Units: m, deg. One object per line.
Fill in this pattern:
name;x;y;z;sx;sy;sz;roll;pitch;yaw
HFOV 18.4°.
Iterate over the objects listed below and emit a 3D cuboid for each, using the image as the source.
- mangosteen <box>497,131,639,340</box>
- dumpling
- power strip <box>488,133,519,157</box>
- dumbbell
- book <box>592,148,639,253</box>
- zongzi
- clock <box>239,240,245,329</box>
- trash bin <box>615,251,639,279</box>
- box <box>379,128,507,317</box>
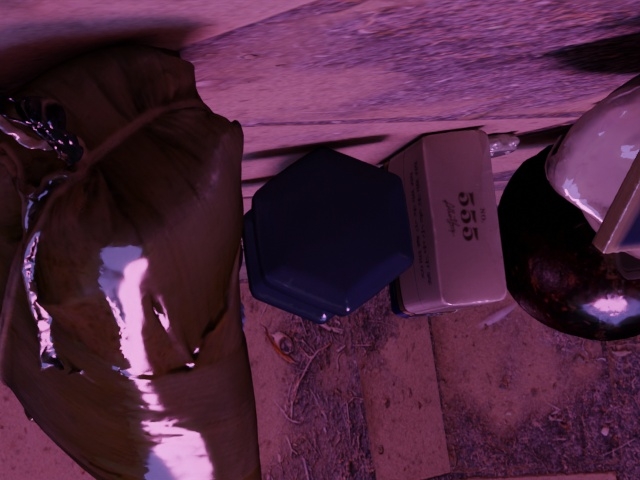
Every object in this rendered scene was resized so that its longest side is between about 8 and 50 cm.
mangosteen;0.291;-0.024;2.006;0.228;0.228;0.265;-8;141;-12
dumpling;0.333;-0.080;1.522;0.260;0.181;0.341;-35;129;27
power strip;0.166;-0.085;1.963;0.055;0.035;0.083;-7;174;-27
dumbbell;0.000;0.000;1.931;0.160;0.144;0.325;23;175;-3
book;0.359;-0.091;1.379;0.322;0.018;0.228;-5;135;-31
zongzi;-0.086;0.054;1.195;0.181;0.418;0.447;-37;-175;-21
clock;-0.168;0.040;1.996;0.195;0.194;0.100;-8;153;-21
trash bin;0.386;-0.068;1.782;0.240;0.164;0.122;-10;178;-21
box;0.116;-0.011;1.953;0.071;0.168;0.259;-6;177;-8
